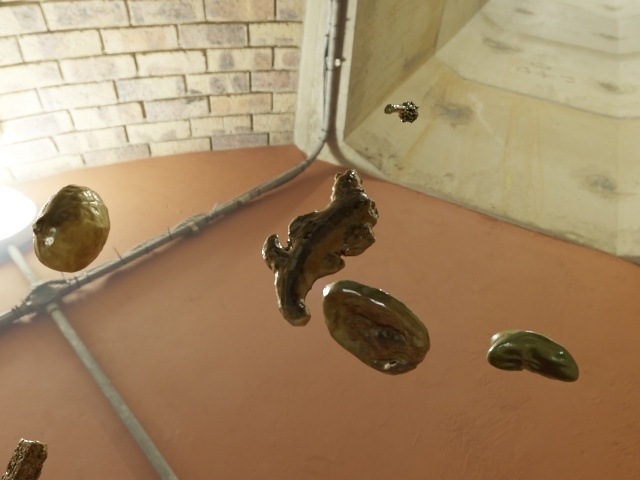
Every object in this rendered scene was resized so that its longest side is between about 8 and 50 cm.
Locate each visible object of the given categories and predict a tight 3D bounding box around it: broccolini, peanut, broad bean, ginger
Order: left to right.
[{"bbox_3d":[-0.402,-0.021,0.774,0.109,0.140,0.159,35,-160,-28],"label":"peanut"},{"bbox_3d":[0.001,-0.002,0.852,0.166,0.080,0.333,24,-117,29],"label":"ginger"},{"bbox_3d":[0.177,-0.281,1.039,0.051,0.054,0.239,54,-156,0],"label":"broccolini"},{"bbox_3d":[0.513,0.279,1.152,0.206,0.153,0.072,5,-131,31],"label":"broad bean"}]

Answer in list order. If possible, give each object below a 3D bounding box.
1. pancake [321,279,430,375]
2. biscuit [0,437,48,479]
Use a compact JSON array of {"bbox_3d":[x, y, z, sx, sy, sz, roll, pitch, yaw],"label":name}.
[{"bbox_3d":[0.113,0.206,1.092,0.294,0.295,0.049,27,-127,23],"label":"pancake"},{"bbox_3d":[-0.459,0.394,0.687,0.064,0.034,0.199,-15,-130,36],"label":"biscuit"}]
